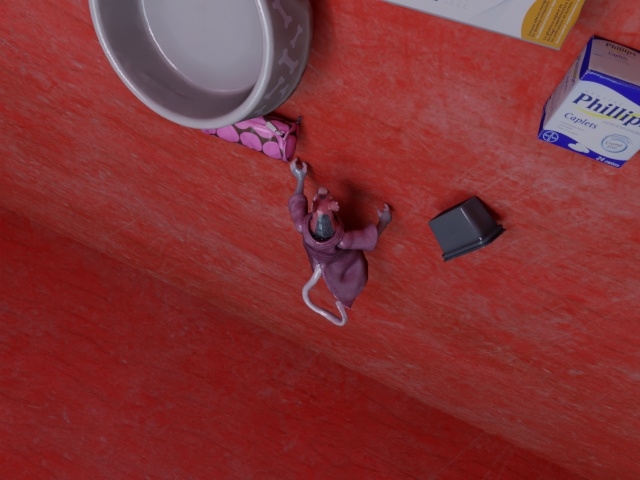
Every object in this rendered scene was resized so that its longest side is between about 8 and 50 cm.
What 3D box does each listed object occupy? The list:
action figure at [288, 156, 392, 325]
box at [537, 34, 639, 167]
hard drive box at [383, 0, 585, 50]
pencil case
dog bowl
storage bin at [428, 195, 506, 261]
[{"bbox_3d":[0.000,0.000,1.154,0.248,0.275,0.370,25,167,15],"label":"action figure"},{"bbox_3d":[0.387,-0.182,0.697,0.126,0.072,0.137,22,152,6],"label":"box"},{"bbox_3d":[0.194,-0.338,0.569,0.232,0.089,0.181,20,152,11],"label":"hard drive box"},{"bbox_3d":[-0.146,-0.231,1.042,0.209,0.095,0.098,18,-173,10],"label":"pencil case"},{"bbox_3d":[-0.188,-0.326,0.770,0.349,0.102,0.349,14,130,17],"label":"dog bowl"},{"bbox_3d":[0.291,-0.029,1.041,0.091,0.098,0.135,58,149,-1],"label":"storage bin"}]
